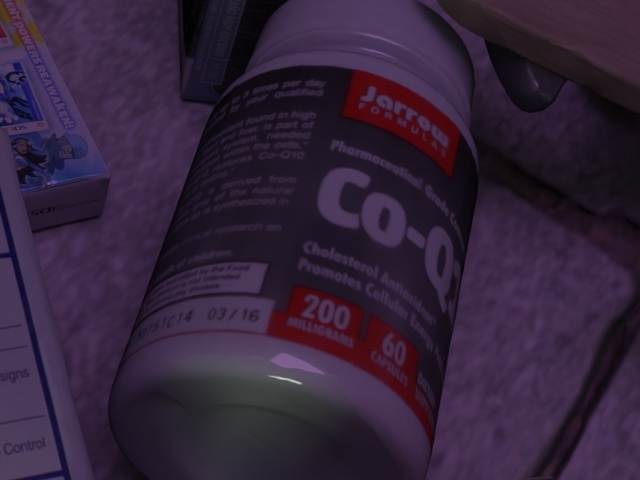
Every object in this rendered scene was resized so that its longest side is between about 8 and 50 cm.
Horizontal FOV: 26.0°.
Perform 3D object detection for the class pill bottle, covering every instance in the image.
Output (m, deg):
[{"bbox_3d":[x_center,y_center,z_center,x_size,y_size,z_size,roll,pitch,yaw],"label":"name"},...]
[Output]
[{"bbox_3d":[0.000,0.000,0.756,0.161,0.161,0.283,18,52,-4],"label":"pill bottle"}]

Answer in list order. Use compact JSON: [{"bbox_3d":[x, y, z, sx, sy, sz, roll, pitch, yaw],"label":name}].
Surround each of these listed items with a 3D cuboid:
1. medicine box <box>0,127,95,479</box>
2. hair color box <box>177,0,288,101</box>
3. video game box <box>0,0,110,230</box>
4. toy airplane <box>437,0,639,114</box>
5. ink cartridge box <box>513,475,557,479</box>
[{"bbox_3d":[-0.244,0.112,0.604,0.263,0.149,0.289,-8,57,-22],"label":"medicine box"},{"bbox_3d":[-0.032,-0.289,0.947,0.114,0.185,0.374,4,53,-15],"label":"hair color box"},{"bbox_3d":[-0.248,-0.083,0.815,0.187,0.048,0.205,-16,61,-25],"label":"video game box"},{"bbox_3d":[0.274,-0.109,0.896,0.384,0.272,0.386,-36,107,-24],"label":"toy airplane"},{"bbox_3d":[0.054,0.287,0.464,0.072,0.303,0.307,-1,53,-30],"label":"ink cartridge box"}]
